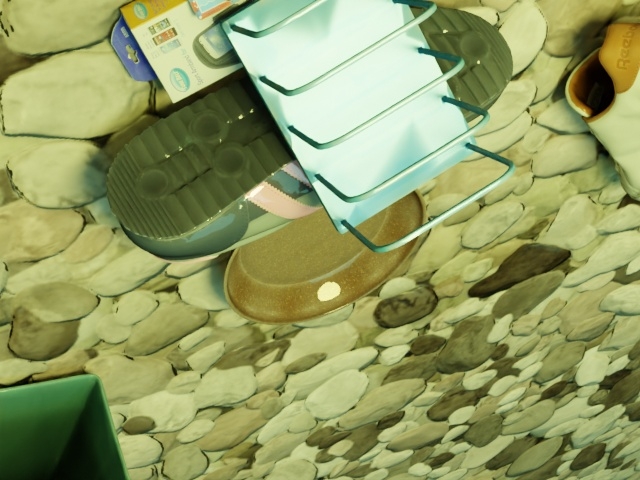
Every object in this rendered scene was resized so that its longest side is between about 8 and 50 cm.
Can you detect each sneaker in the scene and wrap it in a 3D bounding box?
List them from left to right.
[{"bbox_3d":[-0.007,-0.078,0.853,0.319,0.112,0.131,-22,163,-6],"label":"sneaker"},{"bbox_3d":[0.288,-0.123,1.018,0.290,0.123,0.105,69,39,-69],"label":"sneaker"}]

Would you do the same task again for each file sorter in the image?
[{"bbox_3d":[0.034,-0.093,0.720,0.118,0.104,0.170,-32,110,-4],"label":"file sorter"}]

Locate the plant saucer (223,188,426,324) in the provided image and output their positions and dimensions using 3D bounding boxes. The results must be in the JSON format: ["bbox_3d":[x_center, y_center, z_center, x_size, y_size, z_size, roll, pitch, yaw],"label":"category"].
[{"bbox_3d":[0.000,0.000,0.997,0.199,0.036,0.198,-19,145,-14],"label":"plant saucer"}]

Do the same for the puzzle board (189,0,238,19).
[{"bbox_3d":[-0.039,-0.206,0.695,0.128,0.011,0.096,-27,127,-2],"label":"puzzle board"}]

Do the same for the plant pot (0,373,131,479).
[{"bbox_3d":[-0.288,0.263,1.028,0.166,0.165,0.234,-6,148,-30],"label":"plant pot"}]

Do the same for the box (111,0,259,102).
[{"bbox_3d":[-0.073,-0.149,0.758,0.136,0.028,0.081,-30,146,-2],"label":"box"}]
